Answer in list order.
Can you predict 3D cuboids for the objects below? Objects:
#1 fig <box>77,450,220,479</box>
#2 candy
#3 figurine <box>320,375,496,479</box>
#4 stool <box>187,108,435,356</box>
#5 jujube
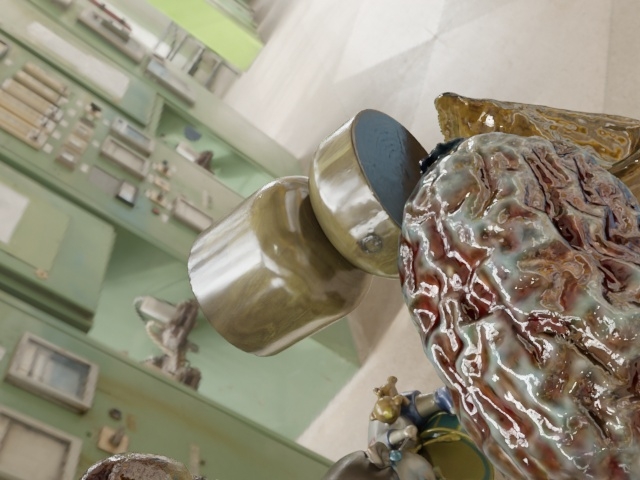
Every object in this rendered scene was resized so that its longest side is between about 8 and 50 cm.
[{"bbox_3d":[-0.251,0.405,1.131,0.145,0.274,0.170,-48,64,23],"label":"fig"},{"bbox_3d":[0.270,-0.107,0.876,0.271,0.143,0.101,16,60,21],"label":"candy"},{"bbox_3d":[0.079,0.277,0.758,0.158,0.161,0.275,14,38,27],"label":"figurine"},{"bbox_3d":[0.000,0.000,0.808,0.264,0.179,0.179,-34,31,32],"label":"stool"},{"bbox_3d":[0.184,0.055,0.565,0.226,0.226,0.317,-46,49,25],"label":"jujube"}]
